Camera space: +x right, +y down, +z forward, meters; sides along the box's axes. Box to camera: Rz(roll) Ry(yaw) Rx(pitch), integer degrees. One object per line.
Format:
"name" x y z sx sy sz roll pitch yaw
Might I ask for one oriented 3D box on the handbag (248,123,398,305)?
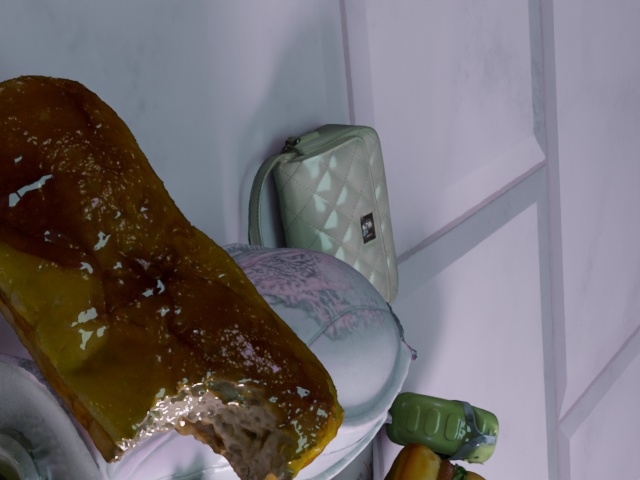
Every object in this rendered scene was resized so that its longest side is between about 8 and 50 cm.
"handbag" 0.000 0.000 1.436 0.219 0.079 0.256 -33 120 -47

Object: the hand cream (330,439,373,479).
"hand cream" 0.013 0.337 1.487 0.314 0.089 0.140 -48 145 -53

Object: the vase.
"vase" -0.117 0.141 1.113 0.445 0.249 0.250 -18 109 -53

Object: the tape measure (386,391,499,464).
"tape measure" 0.165 0.254 1.672 0.177 0.154 0.088 97 8 -78

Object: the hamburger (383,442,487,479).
"hamburger" 0.134 0.382 1.546 0.246 0.170 0.246 -64 175 -11

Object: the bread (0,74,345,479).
"bread" -0.149 0.038 0.926 0.380 0.109 0.185 49 40 11
